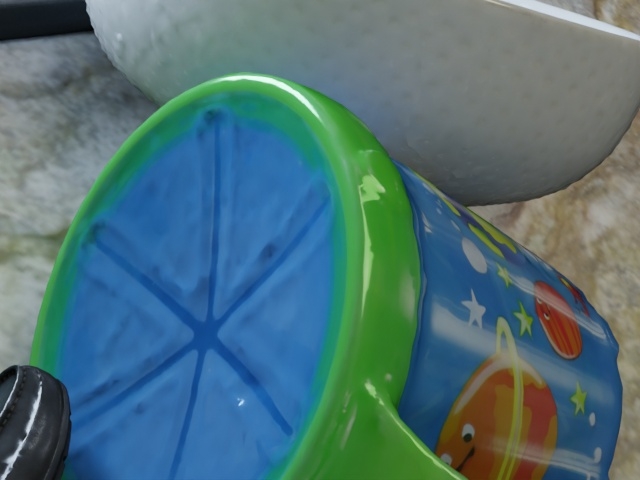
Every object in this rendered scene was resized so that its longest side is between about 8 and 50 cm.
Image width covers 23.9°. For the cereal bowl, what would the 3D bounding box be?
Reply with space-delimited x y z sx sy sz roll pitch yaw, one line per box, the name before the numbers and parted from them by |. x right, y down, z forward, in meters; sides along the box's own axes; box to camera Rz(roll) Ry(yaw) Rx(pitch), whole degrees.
cereal bowl | 0.017 -0.101 0.893 0.338 0.141 0.339 16 11 -3

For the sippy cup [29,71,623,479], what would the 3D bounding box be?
sippy cup | 0.017 0.065 0.716 0.224 0.240 0.306 20 46 -40

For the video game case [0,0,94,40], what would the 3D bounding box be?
video game case | -0.274 -0.217 0.929 0.274 0.035 0.248 -16 61 -48

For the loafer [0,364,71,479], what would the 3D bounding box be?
loafer | -0.164 0.124 0.605 0.078 0.076 0.223 37 38 -13
